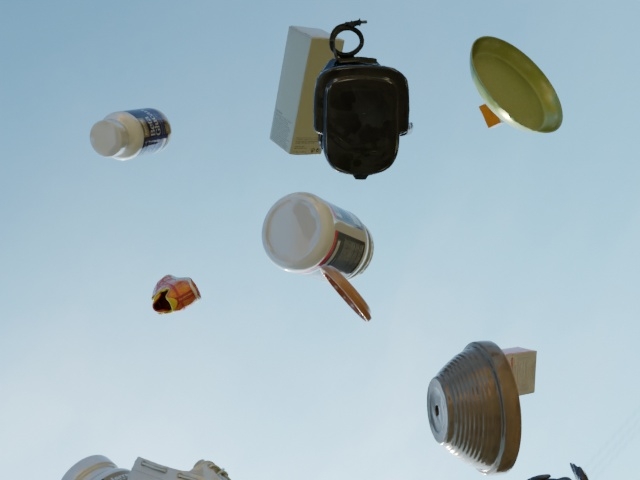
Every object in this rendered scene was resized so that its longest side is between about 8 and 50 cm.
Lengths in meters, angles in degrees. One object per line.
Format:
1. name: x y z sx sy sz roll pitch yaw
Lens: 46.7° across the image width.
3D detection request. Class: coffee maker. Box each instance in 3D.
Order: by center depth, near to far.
1. coffee maker: 0.037 -0.169 0.876 0.120 0.178 0.171 -23 -78 4

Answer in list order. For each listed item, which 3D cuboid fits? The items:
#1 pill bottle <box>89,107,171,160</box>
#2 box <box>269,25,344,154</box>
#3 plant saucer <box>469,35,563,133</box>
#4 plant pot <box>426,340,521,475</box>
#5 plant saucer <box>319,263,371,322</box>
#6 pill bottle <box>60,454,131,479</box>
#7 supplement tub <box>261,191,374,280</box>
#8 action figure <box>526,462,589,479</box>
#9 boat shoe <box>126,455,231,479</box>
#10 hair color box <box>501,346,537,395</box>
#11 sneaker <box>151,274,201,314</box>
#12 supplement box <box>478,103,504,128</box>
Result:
1. pill bottle: -0.369 -0.206 1.440 0.169 0.094 0.094 -37 -42 -67
2. box: -0.035 -0.342 1.705 0.094 0.113 0.275 -4 -59 -33
3. plant saucer: 0.382 -0.303 1.480 0.241 0.241 0.037 -11 -23 -41
4. plant pot: 0.259 0.299 1.324 0.110 0.237 0.237 0 -68 -10
5. plant saucer: 0.030 0.059 0.847 0.013 0.083 0.083 -40 -47 -6
6. pill bottle: -0.366 0.520 1.376 0.153 0.265 0.153 -30 -47 -39
7. supplement tub: 0.000 0.000 1.806 0.272 0.191 0.191 22 -87 -59
8. action figure: 0.257 0.367 0.903 0.276 0.164 0.141 -9 -48 2
9. boat shoe: -0.190 0.401 1.202 0.096 0.268 0.088 58 -143 -56
10. hair color box: 0.375 0.273 1.525 0.167 0.053 0.093 2 -88 -43
11. sneaker: -0.259 0.094 1.243 0.067 0.175 0.064 -27 -87 -27
12. supplement box: 0.435 -0.317 1.870 0.098 0.036 0.062 -19 -95 -65
